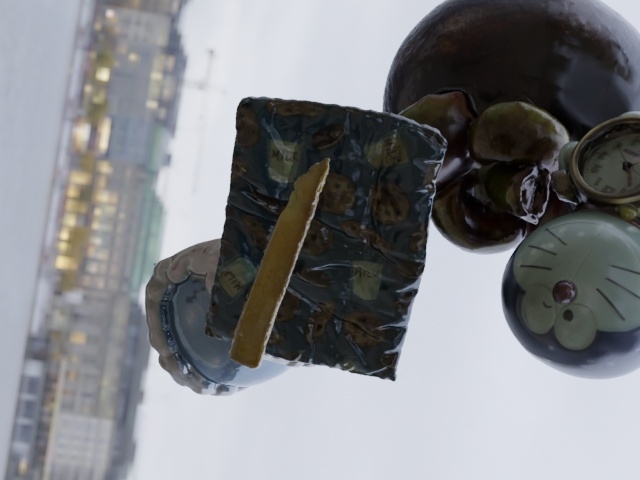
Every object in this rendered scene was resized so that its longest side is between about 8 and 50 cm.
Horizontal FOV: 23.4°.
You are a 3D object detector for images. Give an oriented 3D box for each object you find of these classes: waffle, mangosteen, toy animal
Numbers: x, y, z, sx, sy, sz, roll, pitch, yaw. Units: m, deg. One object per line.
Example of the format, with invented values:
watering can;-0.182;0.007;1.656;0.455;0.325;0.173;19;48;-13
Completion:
waffle;-0.031;0.007;1.314;0.125;0.032;0.191;-78;-170;-79
mangosteen;0.209;-0.116;1.636;0.347;0.307;0.307;-63;172;-51
toy animal;-0.076;0.084;1.737;0.204;0.208;0.156;-21;-106;39

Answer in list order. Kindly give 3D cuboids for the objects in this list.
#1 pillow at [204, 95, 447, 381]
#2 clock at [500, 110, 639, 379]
pillow;0.002;-0.001;1.380;0.034;0.189;0.255;-69;170;-66
clock;0.269;0.013;1.383;0.243;0.200;0.146;-51;145;-14
